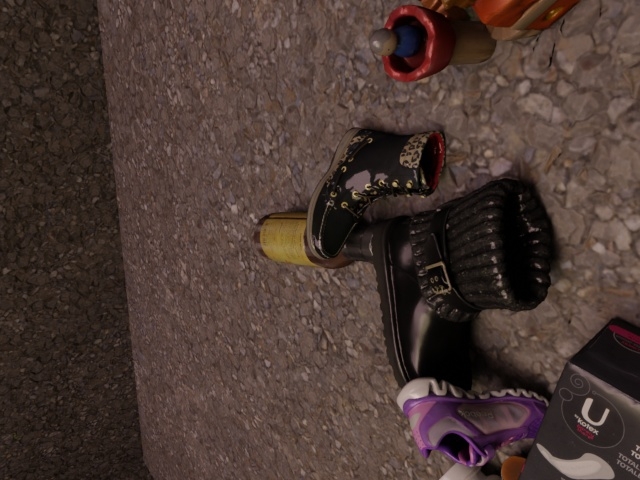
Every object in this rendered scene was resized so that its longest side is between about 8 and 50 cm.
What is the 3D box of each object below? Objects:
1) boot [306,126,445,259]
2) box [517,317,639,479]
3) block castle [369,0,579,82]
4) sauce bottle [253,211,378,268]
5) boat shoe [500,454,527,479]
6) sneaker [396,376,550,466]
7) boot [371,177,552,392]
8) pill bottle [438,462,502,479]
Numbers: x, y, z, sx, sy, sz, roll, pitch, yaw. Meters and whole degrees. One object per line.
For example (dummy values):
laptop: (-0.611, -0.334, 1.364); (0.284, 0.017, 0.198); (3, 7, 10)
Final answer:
boot: (0.082, -0.074, 0.788); (0.178, 0.085, 0.237); (10, 74, 46)
box: (0.357, 0.260, 0.596); (0.165, 0.143, 0.271); (32, 128, 39)
block castle: (0.180, -0.398, 0.489); (0.453, 0.212, 0.303); (-38, 75, 51)
sauce bottle: (0.000, 0.000, 0.969); (0.344, 0.111, 0.112); (6, 109, 52)
boat shoe: (0.356, 0.399, 0.728); (0.207, 0.073, 0.073); (45, 173, 36)
sneaker: (0.225, 0.265, 0.702); (0.105, 0.236, 0.095); (-92, 13, -49)
boot: (0.212, 0.103, 0.726); (0.260, 0.131, 0.348); (-13, 94, 53)
pill bottle: (0.277, 0.447, 0.804); (0.187, 0.111, 0.112); (46, 136, 31)
